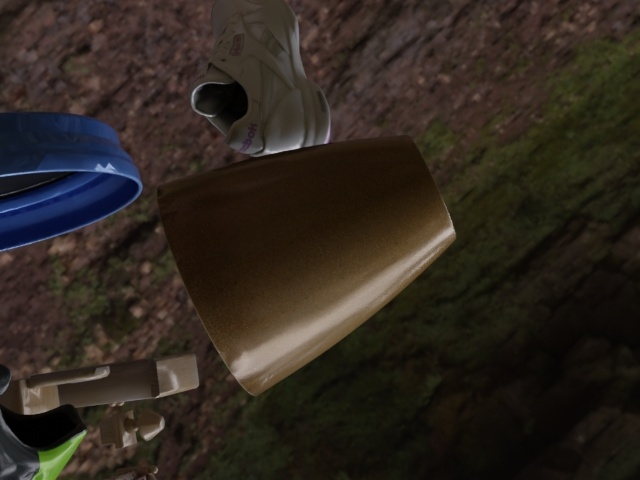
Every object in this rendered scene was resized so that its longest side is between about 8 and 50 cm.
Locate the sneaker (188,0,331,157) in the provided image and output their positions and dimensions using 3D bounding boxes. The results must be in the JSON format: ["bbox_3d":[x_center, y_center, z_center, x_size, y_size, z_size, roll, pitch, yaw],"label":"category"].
[{"bbox_3d":[-0.093,-0.214,1.163,0.114,0.152,0.305,-59,-139,36],"label":"sneaker"}]

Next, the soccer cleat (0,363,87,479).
[{"bbox_3d":[-0.176,0.062,0.398,0.072,0.179,0.060,-49,-138,0],"label":"soccer cleat"}]

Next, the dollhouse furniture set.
[{"bbox_3d":[-0.234,0.324,1.156,0.174,0.355,0.303,-10,174,16],"label":"dollhouse furniture set"}]

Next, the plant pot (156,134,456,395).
[{"bbox_3d":[0.000,0.000,0.988,0.254,0.237,0.237,-24,-165,3],"label":"plant pot"}]

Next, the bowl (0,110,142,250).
[{"bbox_3d":[-0.408,-0.054,1.126,0.391,0.077,0.391,-15,173,-2],"label":"bowl"}]
